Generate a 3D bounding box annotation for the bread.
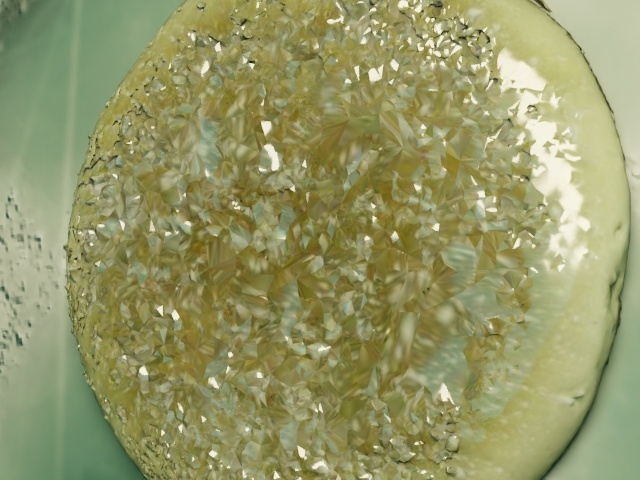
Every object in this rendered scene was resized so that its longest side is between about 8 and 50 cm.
[{"bbox_3d":[0.000,0.000,0.623,0.267,0.040,0.267,-3,84,28],"label":"bread"}]
